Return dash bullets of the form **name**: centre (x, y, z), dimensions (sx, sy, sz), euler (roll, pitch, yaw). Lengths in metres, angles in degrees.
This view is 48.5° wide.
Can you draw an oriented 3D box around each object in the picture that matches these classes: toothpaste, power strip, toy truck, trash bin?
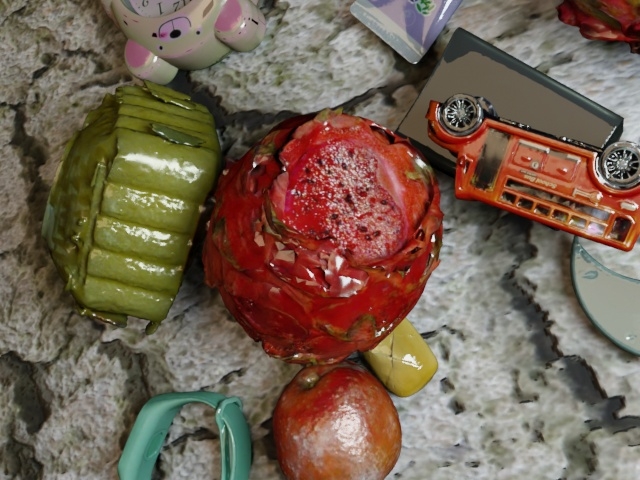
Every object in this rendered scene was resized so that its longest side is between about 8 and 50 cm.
- **toothpaste**: centre (0.204, -0.417, 0.954), dimensions (0.125, 0.080, 0.371), euler (43, 103, 7)
- **power strip**: centre (0.421, 0.056, 0.809), dimensions (0.254, 0.054, 0.167), euler (-7, 83, 23)
- **toy truck**: centre (0.230, -0.079, 0.771), dimensions (0.253, 0.107, 0.114), euler (21, 105, 18)
- **trash bin**: centre (0.233, -0.132, 0.884), dimensions (0.226, 0.115, 0.165), euler (34, 98, 22)

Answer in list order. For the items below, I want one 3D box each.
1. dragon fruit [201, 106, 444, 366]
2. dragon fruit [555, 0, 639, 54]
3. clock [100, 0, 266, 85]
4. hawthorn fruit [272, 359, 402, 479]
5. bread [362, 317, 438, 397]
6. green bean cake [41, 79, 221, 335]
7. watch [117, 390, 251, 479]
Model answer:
- **dragon fruit**: centre (0.000, 0.000, 0.866), dimensions (0.295, 0.296, 0.301), euler (54, 129, 20)
- **dragon fruit**: centre (0.413, -0.344, 0.749), dimensions (0.371, 0.249, 0.386), euler (-44, 42, 8)
- **clock**: centre (-0.220, -0.420, 1.119), dimensions (0.284, 0.114, 0.309), euler (-15, 78, 20)
- **hawthorn fruit**: centre (0.021, 0.235, 0.901), dimensions (0.173, 0.173, 0.172), euler (-3, 82, 23)
- **bread**: centre (0.098, 0.148, 0.936), dimensions (0.082, 0.056, 0.115), euler (-37, 70, 16)
- **green bean cake**: centre (-0.283, -0.062, 1.030), dimensions (0.309, 0.202, 0.285), euler (-66, 24, 20)
- **watch**: centre (-0.196, 0.324, 1.035), dimensions (0.195, 0.068, 0.237), euler (24, 94, 23)
